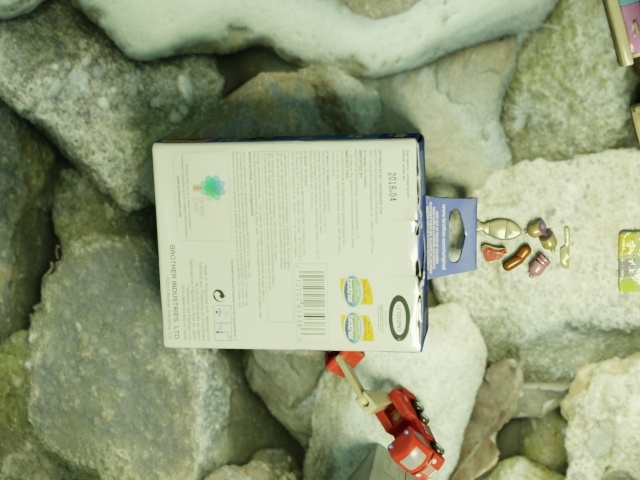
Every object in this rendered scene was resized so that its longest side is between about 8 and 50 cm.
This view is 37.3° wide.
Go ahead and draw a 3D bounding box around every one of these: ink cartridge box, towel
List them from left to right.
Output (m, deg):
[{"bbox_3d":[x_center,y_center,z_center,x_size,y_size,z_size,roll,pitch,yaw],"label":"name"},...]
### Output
[{"bbox_3d":[0.000,0.000,1.214,0.395,0.151,0.270,0,100,10],"label":"ink cartridge box"},{"bbox_3d":[0.416,0.027,1.225,0.060,0.009,0.083,1,99,8],"label":"towel"}]

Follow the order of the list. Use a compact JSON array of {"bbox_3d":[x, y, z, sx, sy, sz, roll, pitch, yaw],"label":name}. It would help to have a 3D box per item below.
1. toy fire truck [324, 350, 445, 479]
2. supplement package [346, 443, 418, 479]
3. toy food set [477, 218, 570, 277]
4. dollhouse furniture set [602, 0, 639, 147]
[{"bbox_3d":[0.082,0.216,1.244,0.135,0.192,0.047,36,106,-28],"label":"toy fire truck"},{"bbox_3d":[0.112,0.451,1.246,0.263,0.198,0.199,37,102,1],"label":"supplement package"},{"bbox_3d":[0.264,0.011,1.241,0.122,0.019,0.078,0,99,9],"label":"toy food set"},{"bbox_3d":[0.439,-0.238,1.028,0.198,0.303,0.286,-15,97,12],"label":"dollhouse furniture set"}]
